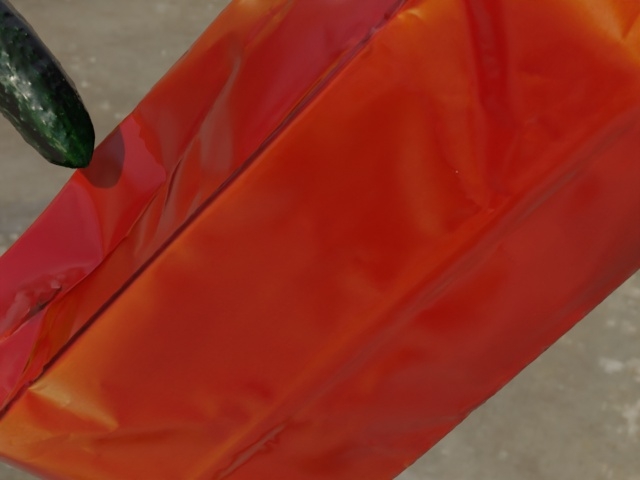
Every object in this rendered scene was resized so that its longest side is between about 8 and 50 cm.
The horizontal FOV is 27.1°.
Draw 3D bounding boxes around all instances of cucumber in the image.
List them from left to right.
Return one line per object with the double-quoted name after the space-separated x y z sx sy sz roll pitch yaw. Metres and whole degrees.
-0.127 -0.079 0.489 0.133 0.032 0.032 51 27 -14 "cucumber"

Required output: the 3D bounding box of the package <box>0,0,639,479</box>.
0.001 -0.001 0.577 0.196 0.423 0.123 32 27 -34 "package"
